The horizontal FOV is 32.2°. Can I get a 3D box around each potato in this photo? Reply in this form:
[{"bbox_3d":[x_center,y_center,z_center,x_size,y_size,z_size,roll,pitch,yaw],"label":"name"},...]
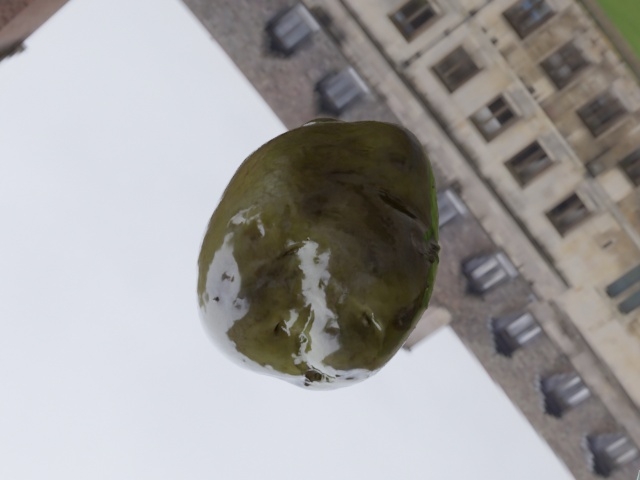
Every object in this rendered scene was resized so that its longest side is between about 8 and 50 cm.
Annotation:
[{"bbox_3d":[0.000,0.003,0.739,0.155,0.137,0.200,17,-131,-4],"label":"potato"}]

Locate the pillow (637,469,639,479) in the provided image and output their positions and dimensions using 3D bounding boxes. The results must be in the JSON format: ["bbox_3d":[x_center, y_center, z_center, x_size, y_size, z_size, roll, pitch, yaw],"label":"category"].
[{"bbox_3d":[0.304,0.235,0.766,0.309,0.138,0.283,67,-149,-20],"label":"pillow"}]
